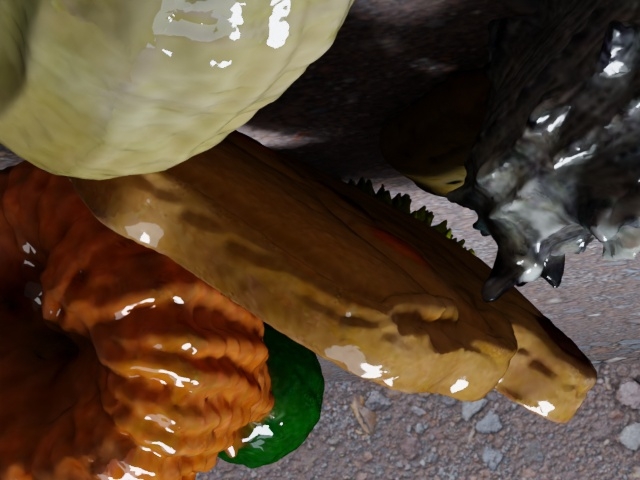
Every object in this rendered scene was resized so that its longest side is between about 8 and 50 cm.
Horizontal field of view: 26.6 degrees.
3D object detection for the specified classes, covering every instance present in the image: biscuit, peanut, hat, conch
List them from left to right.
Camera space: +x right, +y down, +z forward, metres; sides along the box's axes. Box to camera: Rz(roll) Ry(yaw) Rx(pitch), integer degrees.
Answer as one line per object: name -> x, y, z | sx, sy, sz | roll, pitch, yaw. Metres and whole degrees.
peanut -> -0.099, -0.118, 0.675 | 0.174, 0.158, 0.340 | 41, 148, -10
hat -> -0.116, 0.076, 1.113 | 0.285, 0.285, 0.400 | -13, 172, 34
biscuit -> 0.000, -0.001, 0.966 | 0.350, 0.078, 0.455 | 33, -171, 35
biscuit -> 0.228, -0.088, 1.160 | 0.359, 0.046, 0.359 | -4, 165, -1
conch -> 0.214, -0.065, 0.906 | 0.241, 0.186, 0.313 | -8, 148, -18

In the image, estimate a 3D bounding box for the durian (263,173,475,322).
durian -> -0.013, 0.021, 1.255 | 0.356, 0.169, 0.157 | 1, -173, 6
